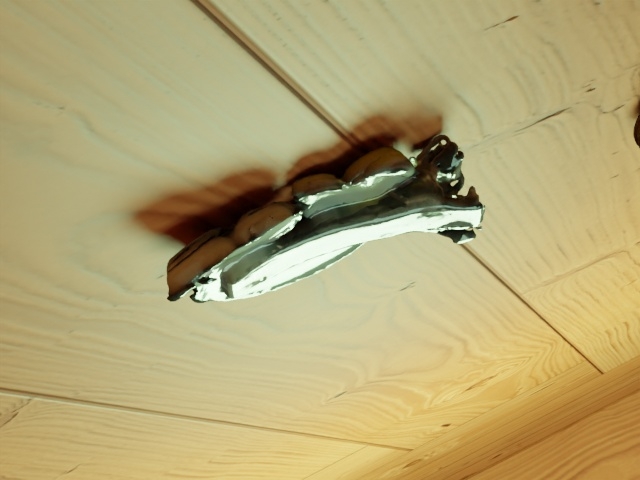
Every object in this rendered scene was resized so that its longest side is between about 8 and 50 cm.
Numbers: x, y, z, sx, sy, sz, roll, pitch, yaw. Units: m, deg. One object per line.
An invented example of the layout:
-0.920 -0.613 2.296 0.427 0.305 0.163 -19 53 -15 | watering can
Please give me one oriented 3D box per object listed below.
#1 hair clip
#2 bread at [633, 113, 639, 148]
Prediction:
0.000 0.000 0.857 0.172 0.049 0.116 -22 161 -9 | hair clip
0.269 -0.076 1.009 0.160 0.073 0.160 -24 165 -7 | bread
